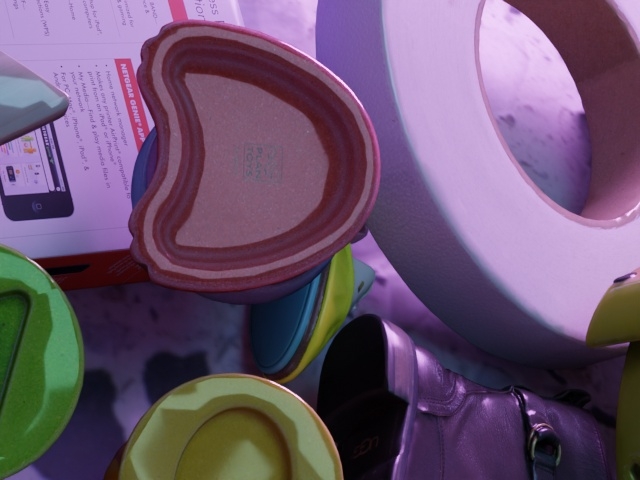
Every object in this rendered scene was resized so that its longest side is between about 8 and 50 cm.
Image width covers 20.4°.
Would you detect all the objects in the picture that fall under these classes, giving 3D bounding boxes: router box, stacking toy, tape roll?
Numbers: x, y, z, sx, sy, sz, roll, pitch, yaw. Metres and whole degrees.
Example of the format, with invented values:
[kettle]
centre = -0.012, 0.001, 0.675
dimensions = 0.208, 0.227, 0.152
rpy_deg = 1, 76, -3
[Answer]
[router box]
centre = -0.192, -0.134, 1.090
dimensions = 0.301, 0.082, 0.336
rpy_deg = -5, 74, -38
[stacking toy]
centre = -0.118, 0.033, 0.997
dimensions = 0.279, 0.130, 0.309
rpy_deg = 14, 76, -10
[tape roll]
centre = 0.158, -0.101, 1.287
dimensions = 0.392, 0.072, 0.392
rpy_deg = 17, 64, -38

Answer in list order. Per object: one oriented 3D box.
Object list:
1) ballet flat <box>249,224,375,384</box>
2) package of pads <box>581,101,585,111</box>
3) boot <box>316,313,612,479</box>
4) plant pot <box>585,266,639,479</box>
[ballet flat]
centre = 0.000, 0.000, 1.182
dimensions = 0.077, 0.077, 0.231
rpy_deg = 26, 46, -33
[package of pads]
centre = 0.257, -0.105, 1.459
dimensions = 0.083, 0.032, 0.050
rpy_deg = -14, 73, -40
[boot]
centre = 0.101, 0.181, 1.109
dimensions = 0.229, 0.091, 0.263
rpy_deg = 28, 55, -31
[plant pot]
centre = 0.321, 0.089, 1.176
dimensions = 0.227, 0.228, 0.207
rpy_deg = -24, 96, -49
